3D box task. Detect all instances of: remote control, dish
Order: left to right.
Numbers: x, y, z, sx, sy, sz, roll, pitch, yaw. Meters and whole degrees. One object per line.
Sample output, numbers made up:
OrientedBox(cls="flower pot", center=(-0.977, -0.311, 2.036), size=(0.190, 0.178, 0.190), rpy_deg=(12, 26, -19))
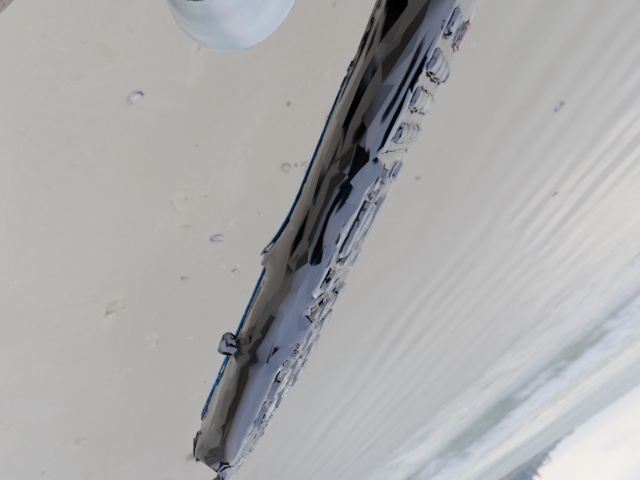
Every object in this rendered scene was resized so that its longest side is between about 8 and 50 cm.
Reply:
OrientedBox(cls="dish", center=(-0.182, -0.491, 0.905), size=(0.316, 0.316, 0.106), rpy_deg=(-51, 167, 25))
OrientedBox(cls="remote control", center=(0.000, 0.000, 0.401), size=(0.398, 0.062, 0.144), rpy_deg=(-65, 171, 16))

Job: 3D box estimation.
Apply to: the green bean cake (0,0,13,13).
OrientedBox(cls="green bean cake", center=(-0.200, -0.175, 0.306), size=(0.135, 0.135, 0.056), rpy_deg=(-35, 122, 25))
